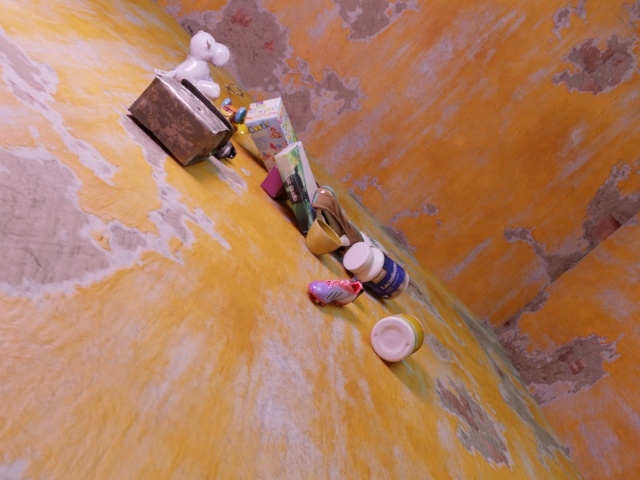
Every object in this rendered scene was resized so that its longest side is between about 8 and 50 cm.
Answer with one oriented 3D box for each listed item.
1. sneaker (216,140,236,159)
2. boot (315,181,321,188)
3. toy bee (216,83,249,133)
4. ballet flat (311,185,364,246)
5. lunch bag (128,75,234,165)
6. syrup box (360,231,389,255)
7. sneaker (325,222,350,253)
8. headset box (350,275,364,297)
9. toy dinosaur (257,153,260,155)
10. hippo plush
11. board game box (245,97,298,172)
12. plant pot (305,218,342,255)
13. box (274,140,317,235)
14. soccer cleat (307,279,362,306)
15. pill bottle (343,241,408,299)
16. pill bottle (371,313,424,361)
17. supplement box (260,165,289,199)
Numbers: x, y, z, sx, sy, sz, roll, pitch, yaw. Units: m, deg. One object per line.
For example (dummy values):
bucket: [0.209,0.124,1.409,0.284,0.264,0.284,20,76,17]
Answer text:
sneaker: [-0.368,-0.345,1.828,0.106,0.078,0.234,48,11,18]
boot: [0.014,-0.146,2.361,0.280,0.096,0.264,48,13,7]
toy bee: [-0.402,-0.522,2.168,0.195,0.162,0.298,27,-13,23]
ballet flat: [0.058,-0.056,2.014,0.116,0.124,0.342,12,-34,42]
lunch bag: [-0.406,-0.374,1.593,0.235,0.169,0.287,45,14,-7]
syrup box: [0.229,0.042,2.455,0.093,0.096,0.237,53,14,28]
sneaker: [0.049,-0.035,2.156,0.225,0.088,0.093,46,14,0]
headset box: [0.116,0.168,1.809,0.032,0.062,0.083,41,13,-21]
toy dinosaur: [-0.235,-0.364,2.380,0.090,0.047,0.082,42,-9,35]
hippo plush: [-0.516,-0.750,2.149,0.294,0.236,0.234,16,16,-43]
board game box: [-0.197,-0.447,2.208,0.275,0.145,0.142,67,21,-45]
plant pot: [0.000,0.000,1.881,0.134,0.095,0.134,43,14,-14]
box: [-0.072,-0.206,1.987,0.232,0.059,0.321,-63,135,-65]
soccer cleat: [0.045,0.148,1.579,0.083,0.095,0.248,53,15,27]
pill bottle: [0.223,0.122,2.077,0.265,0.153,0.153,35,17,-35]
pill bottle: [0.262,0.308,1.668,0.136,0.136,0.246,50,14,18]
supplement box: [-0.150,-0.228,2.072,0.081,0.104,0.188,42,12,13]
